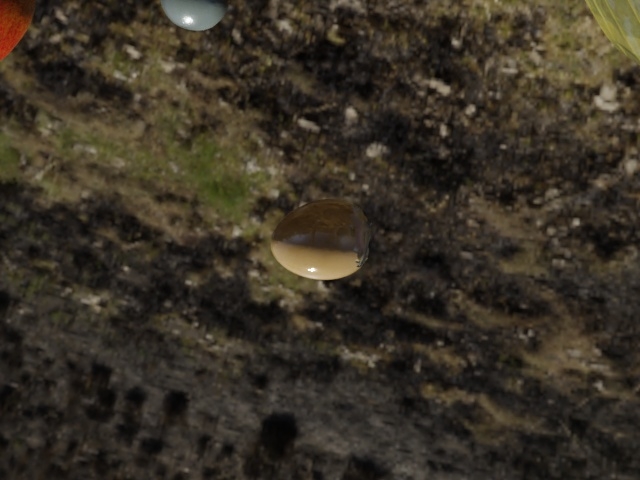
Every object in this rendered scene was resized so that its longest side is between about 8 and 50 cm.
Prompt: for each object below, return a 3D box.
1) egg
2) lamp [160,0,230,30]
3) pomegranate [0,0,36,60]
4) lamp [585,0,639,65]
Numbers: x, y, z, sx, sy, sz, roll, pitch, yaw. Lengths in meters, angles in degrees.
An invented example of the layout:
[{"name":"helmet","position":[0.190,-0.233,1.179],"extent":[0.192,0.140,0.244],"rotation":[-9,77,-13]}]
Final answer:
[{"name":"egg","position":[0.000,0.000,0.937],"extent":[0.097,0.080,0.080],"rotation":[-8,150,19]},{"name":"lamp","position":[-0.183,-0.360,1.405],"extent":[0.105,0.105,0.105],"rotation":[10,155,5]},{"name":"pomegranate","position":[-0.410,-0.293,1.062],"extent":[0.210,0.235,0.210],"rotation":[43,169,10]},{"name":"lamp","position":[0.247,-0.190,0.432],"extent":[0.284,0.250,0.250],"rotation":[-28,137,32]}]
